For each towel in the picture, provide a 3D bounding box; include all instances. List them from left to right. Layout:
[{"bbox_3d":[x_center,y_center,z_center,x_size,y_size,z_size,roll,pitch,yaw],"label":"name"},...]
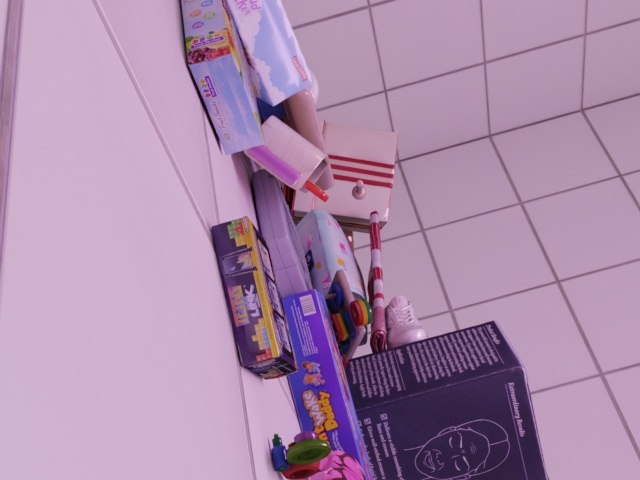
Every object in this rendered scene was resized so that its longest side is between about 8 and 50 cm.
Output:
[{"bbox_3d":[0.121,0.131,1.862,0.237,0.037,0.329,85,4,-49],"label":"towel"}]

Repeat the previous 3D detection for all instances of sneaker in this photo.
[{"bbox_3d":[0.174,0.178,1.826,0.232,0.090,0.115,175,-94,-84],"label":"sneaker"}]

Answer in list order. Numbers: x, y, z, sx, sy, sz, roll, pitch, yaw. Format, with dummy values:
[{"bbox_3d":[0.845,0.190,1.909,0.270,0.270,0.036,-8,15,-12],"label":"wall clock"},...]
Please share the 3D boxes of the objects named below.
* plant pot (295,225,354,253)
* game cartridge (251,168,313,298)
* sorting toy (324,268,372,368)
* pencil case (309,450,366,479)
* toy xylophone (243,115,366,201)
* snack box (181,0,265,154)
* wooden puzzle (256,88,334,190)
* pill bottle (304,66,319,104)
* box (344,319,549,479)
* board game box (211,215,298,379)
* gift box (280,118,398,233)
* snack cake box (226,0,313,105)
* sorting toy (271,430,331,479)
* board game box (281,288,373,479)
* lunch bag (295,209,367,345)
[{"bbox_3d":[0.000,0.000,2.244,0.237,0.110,0.237,175,-90,-73],"label":"plant pot"},{"bbox_3d":[-0.065,0.027,1.615,0.297,0.062,0.198,72,8,-54],"label":"game cartridge"},{"bbox_3d":[0.028,0.148,1.590,0.274,0.046,0.132,108,-34,-58],"label":"sorting toy"},{"bbox_3d":[0.020,0.338,1.129,0.098,0.095,0.209,59,-1,5],"label":"pencil case"},{"bbox_3d":[-0.032,-0.133,1.525,0.236,0.081,0.323,37,3,9],"label":"toy xylophone"},{"bbox_3d":[-0.148,-0.262,1.274,0.174,0.070,0.207,72,4,-46],"label":"snack box"},{"bbox_3d":[-0.111,-0.291,1.744,0.348,0.081,0.322,53,-11,32],"label":"wooden puzzle"},{"bbox_3d":[-0.082,-0.354,2.065,0.272,0.152,0.152,152,-78,-82],"label":"pill bottle"},{"bbox_3d":[0.212,0.372,1.664,0.212,0.396,0.293,-99,173,-70],"label":"box"},{"bbox_3d":[-0.077,0.074,1.013,0.141,0.048,0.170,61,14,-72],"label":"board game box"},{"bbox_3d":[0.034,-0.136,2.057,0.276,0.258,0.255,112,-13,-77],"label":"gift box"},{"bbox_3d":[-0.124,-0.373,1.422,0.152,0.089,0.264,39,-22,55],"label":"snack cake box"},{"bbox_3d":[-0.026,0.239,0.969,0.102,0.061,0.042,109,-27,-51],"label":"sorting toy"},{"bbox_3d":[0.007,0.260,1.407,0.233,0.078,0.347,56,19,-84],"label":"board game box"},{"bbox_3d":[0.015,0.088,1.847,0.262,0.160,0.223,81,-3,-54],"label":"lunch bag"}]
